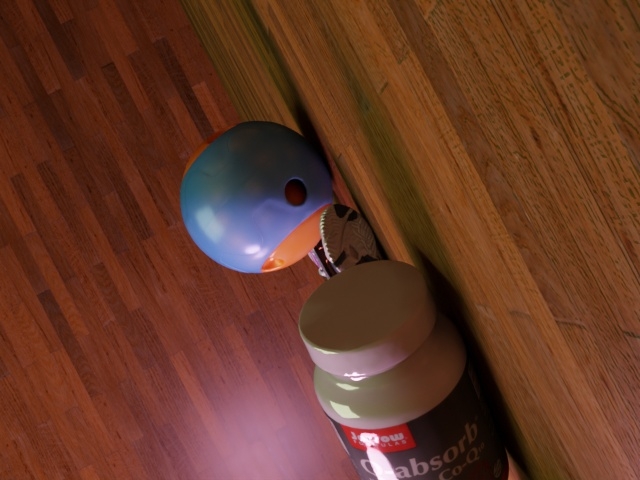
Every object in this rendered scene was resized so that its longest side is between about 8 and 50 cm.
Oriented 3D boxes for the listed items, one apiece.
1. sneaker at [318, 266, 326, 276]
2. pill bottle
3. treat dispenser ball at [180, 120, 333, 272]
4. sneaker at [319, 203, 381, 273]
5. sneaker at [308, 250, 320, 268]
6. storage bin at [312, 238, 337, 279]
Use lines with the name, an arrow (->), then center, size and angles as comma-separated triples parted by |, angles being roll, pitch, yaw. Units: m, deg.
sneaker -> 0.044, 0.061, 1.781 | 0.080, 0.094, 0.212 | 57, 174, 39
pill bottle -> 0.114, 0.217, 1.090 | 0.363, 0.210, 0.210 | 64, 176, -31
treat dispenser ball -> -0.120, -0.081, 1.514 | 0.288, 0.288, 0.288 | 62, 176, 8
sneaker -> 0.067, 0.054, 1.419 | 0.235, 0.094, 0.153 | 52, 166, 6
sneaker -> 0.001, 0.000, 1.972 | 0.282, 0.102, 0.161 | 52, -179, -43
storage bin -> 0.039, 0.026, 1.627 | 0.135, 0.091, 0.098 | 60, 175, 20
